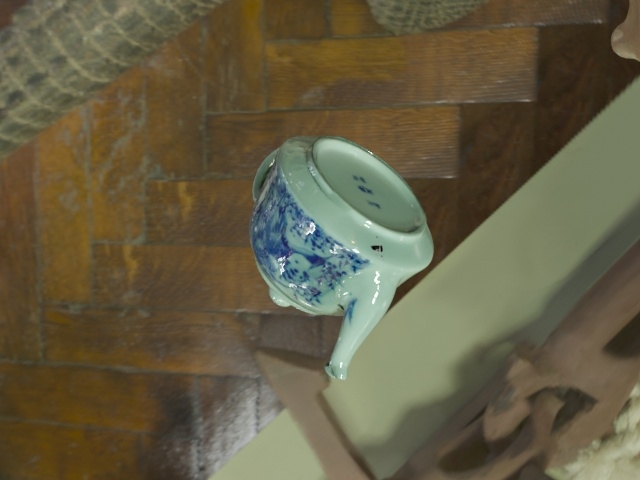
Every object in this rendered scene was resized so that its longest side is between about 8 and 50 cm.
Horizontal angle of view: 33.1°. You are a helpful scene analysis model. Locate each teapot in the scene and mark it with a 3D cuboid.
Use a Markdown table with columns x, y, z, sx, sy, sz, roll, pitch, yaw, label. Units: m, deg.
| x | y | z | sx | sy | sz | roll | pitch | yaw | label |
| --- | --- | --- | --- | --- | --- | --- | --- | --- | --- |
| 0.000 | 0.000 | 0.927 | 0.159 | 0.159 | 0.232 | -43 | 49 | 20 | teapot |

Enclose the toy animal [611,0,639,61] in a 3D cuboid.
| x | y | z | sx | sy | sz | roll | pitch | yaw | label |
| --- | --- | --- | --- | --- | --- | --- | --- | --- | --- |
| 0.381 | -0.209 | 0.941 | 0.269 | 0.237 | 0.326 | 7 | 114 | 65 | toy animal |
